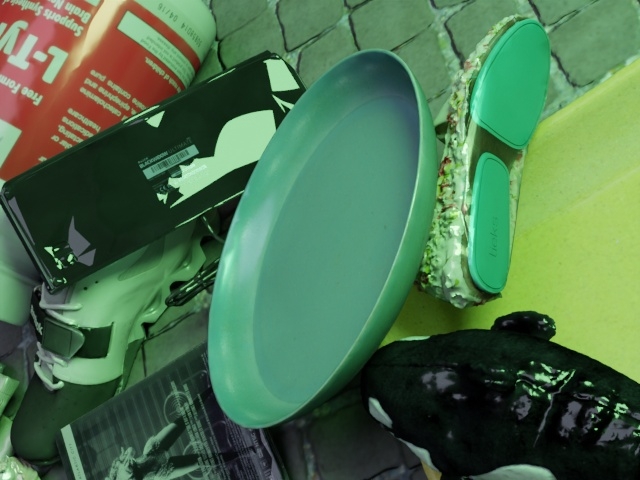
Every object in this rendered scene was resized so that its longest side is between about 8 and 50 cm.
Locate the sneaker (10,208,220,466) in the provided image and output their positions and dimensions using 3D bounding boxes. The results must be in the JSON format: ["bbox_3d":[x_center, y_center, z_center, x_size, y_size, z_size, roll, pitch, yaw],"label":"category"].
[{"bbox_3d":[-0.249,0.070,0.987,0.122,0.146,0.330,26,85,40],"label":"sneaker"}]

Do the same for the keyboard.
[{"bbox_3d":[-0.125,-0.039,0.932,0.317,0.033,0.201,-29,81,-12],"label":"keyboard"}]

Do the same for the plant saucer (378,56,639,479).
[{"bbox_3d":[0.215,0.062,0.700,0.333,0.081,0.332,-34,52,18],"label":"plant saucer"}]

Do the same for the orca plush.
[{"bbox_3d":[0.128,0.119,0.611,0.287,0.102,0.151,32,88,41],"label":"orca plush"}]

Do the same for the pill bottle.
[{"bbox_3d":[-0.305,-0.123,1.069,0.229,0.229,0.407,21,80,41],"label":"pill bottle"}]

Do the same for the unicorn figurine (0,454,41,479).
[{"bbox_3d":[-0.291,0.282,0.968,0.162,0.060,0.111,9,71,21],"label":"unicorn figurine"}]

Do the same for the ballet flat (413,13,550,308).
[{"bbox_3d":[0.113,-0.063,0.732,0.077,0.091,0.241,-8,59,48],"label":"ballet flat"}]

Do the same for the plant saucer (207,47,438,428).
[{"bbox_3d":[0.000,0.000,0.778,0.317,0.044,0.317,-43,36,42],"label":"plant saucer"}]

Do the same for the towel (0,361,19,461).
[{"bbox_3d":[-0.483,0.272,1.118,0.312,0.056,0.324,11,76,42],"label":"towel"}]

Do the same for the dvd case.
[{"bbox_3d":[-0.143,0.206,0.894,0.221,0.018,0.164,-32,67,19],"label":"dvd case"}]
